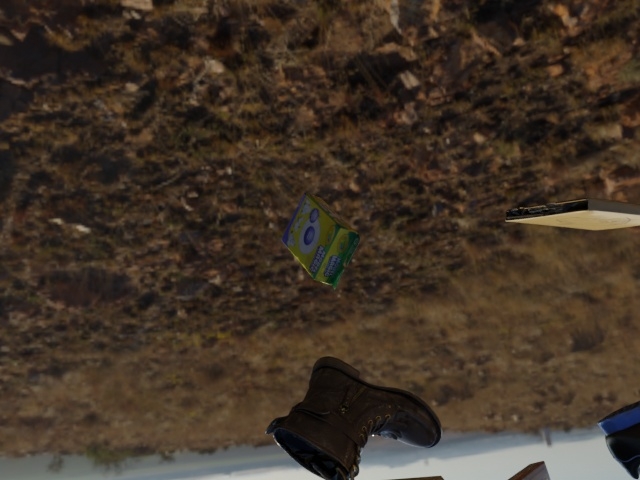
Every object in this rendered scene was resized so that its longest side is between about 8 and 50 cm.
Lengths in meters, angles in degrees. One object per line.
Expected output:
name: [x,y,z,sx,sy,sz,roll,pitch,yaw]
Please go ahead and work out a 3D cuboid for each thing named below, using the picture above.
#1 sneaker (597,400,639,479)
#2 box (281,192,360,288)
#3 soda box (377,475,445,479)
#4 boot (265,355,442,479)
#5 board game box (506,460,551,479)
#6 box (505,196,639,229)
sneaker: [0.488,0.233,0.935,0.232,0.090,0.081,-33,163,26]
box: [0.000,0.000,1.241,0.043,0.179,0.105,16,107,-35]
soda box: [0.078,0.346,0.920,0.181,0.058,0.061,-1,-177,-7]
boot: [0.057,0.301,1.099,0.263,0.091,0.229,27,-156,3]
board game box: [0.281,0.383,0.941,0.027,0.145,0.281,-23,162,23]
box: [0.414,-0.039,1.091,0.201,0.021,0.164,4,174,-28]
